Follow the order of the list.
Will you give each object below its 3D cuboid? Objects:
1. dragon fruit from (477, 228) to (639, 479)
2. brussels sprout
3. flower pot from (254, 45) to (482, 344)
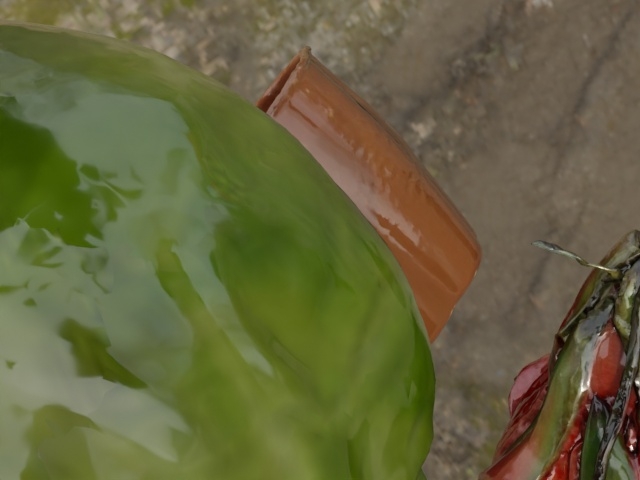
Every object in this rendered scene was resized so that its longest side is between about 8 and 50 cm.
[{"bbox_3d":[0.164,0.112,0.651,0.233,0.293,0.234,-26,18,9],"label":"dragon fruit"},{"bbox_3d":[-0.106,0.110,0.492,0.281,0.355,0.289,5,43,46],"label":"brussels sprout"},{"bbox_3d":[0.000,0.000,0.895,0.191,0.173,0.190,-50,10,12],"label":"flower pot"}]
